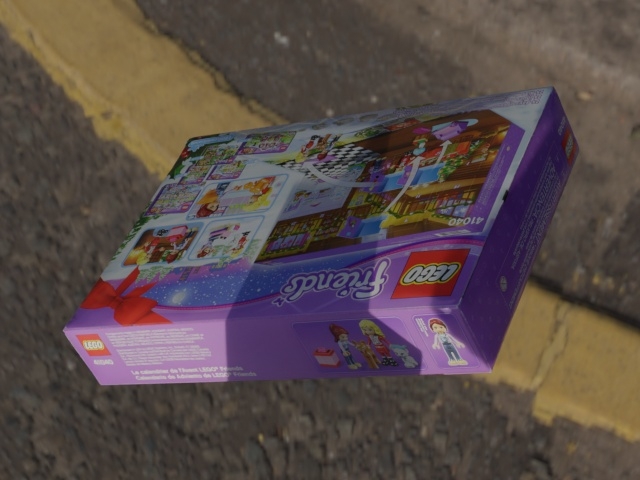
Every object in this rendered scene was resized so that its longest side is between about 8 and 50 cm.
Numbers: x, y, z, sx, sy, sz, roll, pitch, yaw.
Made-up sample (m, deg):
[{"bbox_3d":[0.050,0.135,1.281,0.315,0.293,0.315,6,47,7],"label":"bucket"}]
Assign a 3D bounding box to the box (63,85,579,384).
[{"bbox_3d":[0.000,0.000,0.963,0.293,0.057,0.201,-5,39,33],"label":"box"}]
